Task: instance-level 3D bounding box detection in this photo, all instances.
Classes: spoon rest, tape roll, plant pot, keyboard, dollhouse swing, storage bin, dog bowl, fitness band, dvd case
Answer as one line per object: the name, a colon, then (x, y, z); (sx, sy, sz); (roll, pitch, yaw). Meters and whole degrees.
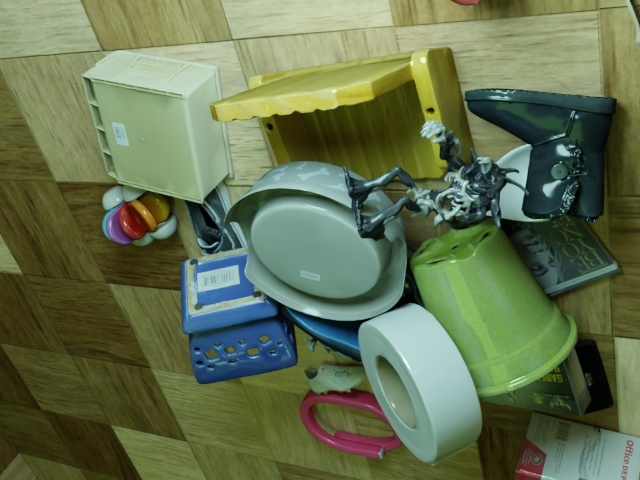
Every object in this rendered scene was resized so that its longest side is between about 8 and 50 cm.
spoon rest: (0.319, -0.085, 1.371); (0.276, 0.084, 0.137); (-15, 97, 40)
tape roll: (0.180, 0.264, 1.434); (0.286, 0.100, 0.286); (56, 160, 33)
plant pot: (0.300, 0.107, 1.444); (0.276, 0.276, 0.254); (-17, 108, 39)
keyboard: (0.541, 0.282, 1.611); (0.100, 0.038, 0.192); (-18, 118, 13)
dollhouse swing: (0.035, -0.169, 1.321); (0.347, 0.305, 0.315); (-1, 126, 30)
storage bin: (-0.337, -0.237, 1.611); (0.260, 0.123, 0.262); (14, 133, 21)
dog bowl: (0.000, 0.000, 1.419); (0.349, 0.102, 0.349); (15, 141, 13)
fitness band: (0.082, 0.475, 2.020); (0.291, 0.054, 0.209); (3, 128, 27)
plant pot: (-0.190, 0.150, 1.705); (0.236, 0.236, 0.212); (-12, 136, 1)
dvd case: (0.426, 0.003, 1.441); (0.221, 0.018, 0.164); (48, 134, -14)

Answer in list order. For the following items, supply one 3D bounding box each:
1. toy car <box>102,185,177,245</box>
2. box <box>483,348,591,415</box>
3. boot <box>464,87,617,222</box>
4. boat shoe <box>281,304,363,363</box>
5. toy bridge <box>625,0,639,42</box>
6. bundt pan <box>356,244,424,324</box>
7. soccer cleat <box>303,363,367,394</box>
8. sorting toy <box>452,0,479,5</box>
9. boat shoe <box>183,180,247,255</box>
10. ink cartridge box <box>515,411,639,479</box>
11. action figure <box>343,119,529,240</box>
toy car: (-0.442, -0.049, 1.820); (0.182, 0.136, 0.159); (-15, 118, 38)
box: (0.420, 0.262, 1.598); (0.231, 0.056, 0.183); (-1, 120, 45)
boot: (0.346, -0.139, 1.259); (0.246, 0.094, 0.207); (9, 102, 17)
boat shoe: (0.027, 0.203, 1.608); (0.258, 0.109, 0.089); (33, 139, 5)
toy bridge: (0.466, -0.371, 1.093); (0.063, 0.026, 0.188); (13, 132, 23)
bundt pan: (0.078, 0.076, 1.632); (0.331, 0.124, 0.331); (16, 132, 18)
soccer cleat: (0.034, 0.339, 1.925); (0.196, 0.068, 0.076); (-22, 110, 44)
sorting toy: (0.184, -0.524, 1.079); (0.365, 0.126, 0.127); (62, 164, -21)
boat shoe: (-0.234, -0.004, 1.761); (0.108, 0.102, 0.301); (5, 129, 27)
ink cartridge box: (0.557, 0.489, 1.667); (0.237, 0.172, 0.100); (10, 131, 23)
action figure: (0.181, -0.085, 1.187); (0.276, 0.164, 0.141); (-13, 149, 2)
